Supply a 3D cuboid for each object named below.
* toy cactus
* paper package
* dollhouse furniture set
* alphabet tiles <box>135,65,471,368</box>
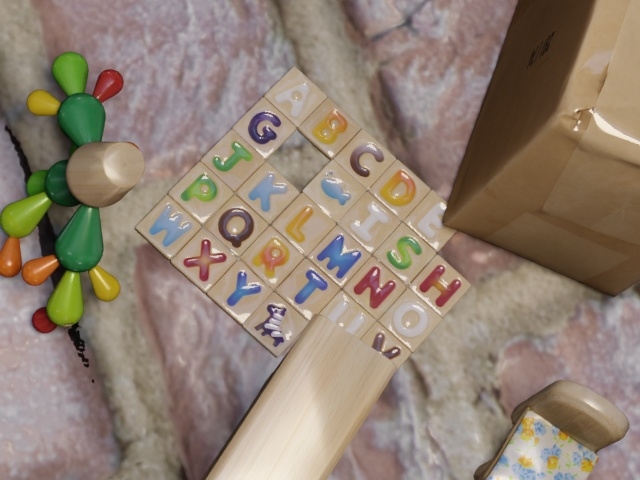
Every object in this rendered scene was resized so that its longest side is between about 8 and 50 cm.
[{"bbox_3d":[-0.177,-0.040,1.373,0.112,0.180,0.219,16,77,-26],"label":"toy cactus"},{"bbox_3d":[0.252,-0.145,1.384,0.168,0.325,0.309,22,72,-5],"label":"paper package"},{"bbox_3d":[0.097,0.252,1.290,0.394,0.256,0.362,34,73,1],"label":"dollhouse furniture set"},{"bbox_3d":[0.000,0.000,1.471,0.237,0.009,0.198,42,73,4],"label":"alphabet tiles"}]
